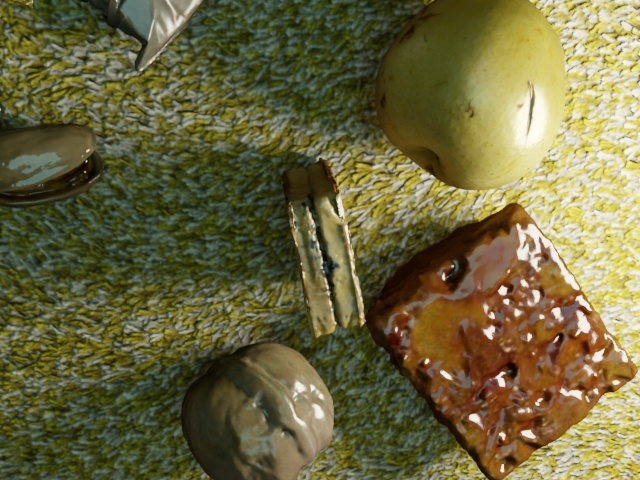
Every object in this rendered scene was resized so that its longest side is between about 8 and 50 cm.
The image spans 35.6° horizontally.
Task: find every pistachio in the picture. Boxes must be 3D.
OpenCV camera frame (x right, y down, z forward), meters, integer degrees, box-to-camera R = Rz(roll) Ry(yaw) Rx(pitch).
[{"bbox_3d":[-0.445,-0.121,1.551,0.206,0.129,0.131,-13,60,-11],"label":"pistachio"}]

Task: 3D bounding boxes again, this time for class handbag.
[{"bbox_3d":[-0.305,-0.394,1.508,0.270,0.117,0.182,40,78,-17],"label":"handbag"}]

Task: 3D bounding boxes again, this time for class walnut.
[{"bbox_3d":[-0.104,0.288,1.643,0.248,0.248,0.248,-2,103,-10],"label":"walnut"}]

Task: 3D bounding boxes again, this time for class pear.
[{"bbox_3d":[0.237,-0.235,1.550,0.309,0.309,0.309,-2,103,-10],"label":"pear"}]

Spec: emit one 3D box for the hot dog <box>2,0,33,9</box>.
[{"bbox_3d":[-0.497,-0.461,1.470,0.123,0.093,0.261,-36,106,-1],"label":"hot dog"}]

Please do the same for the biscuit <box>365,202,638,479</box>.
[{"bbox_3d":[0.304,0.170,1.718,0.342,0.166,0.395,-36,105,1],"label":"biscuit"}]

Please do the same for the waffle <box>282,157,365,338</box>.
[{"bbox_3d":[0.001,0.000,1.555,0.091,0.308,0.213,-11,105,-1],"label":"waffle"}]

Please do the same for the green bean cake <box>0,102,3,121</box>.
[{"bbox_3d":[-0.596,-0.217,1.505,0.185,0.094,0.183,-29,104,0],"label":"green bean cake"}]
